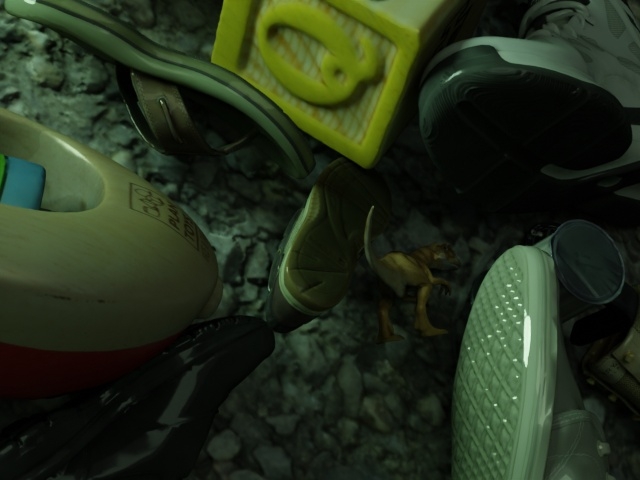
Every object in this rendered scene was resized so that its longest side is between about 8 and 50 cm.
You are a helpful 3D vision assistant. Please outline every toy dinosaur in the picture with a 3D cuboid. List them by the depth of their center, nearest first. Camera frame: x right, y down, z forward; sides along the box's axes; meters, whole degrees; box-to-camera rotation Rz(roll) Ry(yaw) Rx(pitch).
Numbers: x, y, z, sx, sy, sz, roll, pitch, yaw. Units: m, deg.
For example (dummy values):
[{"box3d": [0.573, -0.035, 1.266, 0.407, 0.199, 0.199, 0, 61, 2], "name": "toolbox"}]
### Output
[{"box3d": [0.068, 0.035, 1.200, 0.211, 0.064, 0.112, 5, 76, -66], "name": "toy dinosaur"}]

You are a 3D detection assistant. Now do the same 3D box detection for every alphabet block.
[{"box3d": [0.038, -0.222, 1.212, 0.192, 0.193, 0.197, 32, 55, 11], "name": "alphabet block"}]

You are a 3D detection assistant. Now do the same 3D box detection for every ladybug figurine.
[{"box3d": [-0.287, -0.005, 0.940, 0.449, 0.162, 0.305, 20, 18, -15], "name": "ladybug figurine"}]

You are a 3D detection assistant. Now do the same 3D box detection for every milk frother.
[{"box3d": [0.232, 0.021, 1.269, 0.129, 0.135, 0.143, 15, 62, -24], "name": "milk frother"}]

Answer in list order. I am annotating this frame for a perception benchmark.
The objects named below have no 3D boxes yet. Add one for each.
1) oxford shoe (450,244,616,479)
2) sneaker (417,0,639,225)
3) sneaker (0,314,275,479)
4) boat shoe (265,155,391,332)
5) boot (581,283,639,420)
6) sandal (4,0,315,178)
[{"box3d": [0.194, 0.228, 1.135, 0.130, 0.169, 0.449, 3, 74, -13], "name": "oxford shoe"}, {"box3d": [0.211, -0.169, 1.307, 0.447, 0.169, 0.257, 12, 49, -49], "name": "sneaker"}, {"box3d": [-0.143, 0.158, 1.038, 0.286, 0.109, 0.130, -32, 96, -28], "name": "sneaker"}, {"box3d": [0.001, 0.001, 1.190, 0.080, 0.073, 0.223, 41, 36, -11], "name": "boat shoe"}, {"box3d": [0.338, 0.185, 1.278, 0.203, 0.095, 0.262, 36, 55, -11], "name": "boot"}, {"box3d": [-0.144, -0.126, 1.161, 0.302, 0.120, 0.086, 26, 86, -14], "name": "sandal"}]
